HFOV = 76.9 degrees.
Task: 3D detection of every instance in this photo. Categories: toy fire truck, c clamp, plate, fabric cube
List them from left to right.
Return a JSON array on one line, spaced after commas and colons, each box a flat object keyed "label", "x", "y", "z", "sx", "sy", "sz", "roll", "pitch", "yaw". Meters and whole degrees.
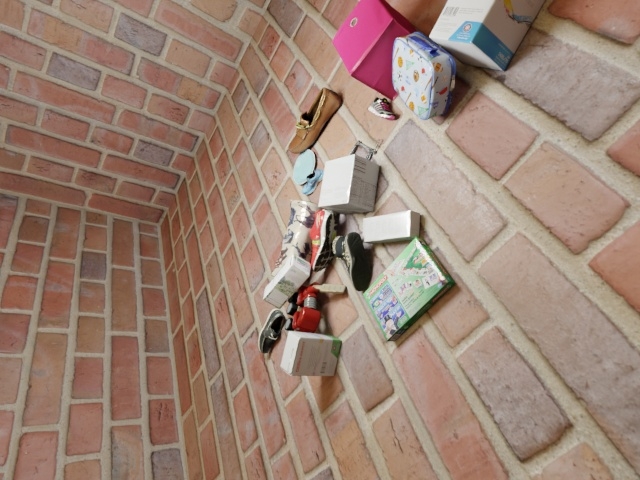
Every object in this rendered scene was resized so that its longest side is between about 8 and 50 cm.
[{"label": "plate", "x": -0.080, "y": -0.380, "z": 2.103, "sx": 0.188, "sy": 0.024, "sz": 0.187, "roll": -22, "pitch": 61, "yaw": 48}, {"label": "toy fire truck", "x": -0.021, "y": 0.272, "z": 1.701, "sx": 0.246, "sy": 0.159, "sz": 0.216, "roll": -50, "pitch": 25, "yaw": 40}, {"label": "c clamp", "x": 0.189, "y": -0.392, "z": 1.766, "sx": 0.161, "sy": 0.022, "sz": 0.137, "roll": 38, "pitch": 114, "yaw": 49}, {"label": "fabric cube", "x": 0.243, "y": -0.779, "z": 1.622, "sx": 0.254, "sy": 0.259, "sz": 0.258, "roll": -45, "pitch": 47, "yaw": 33}]

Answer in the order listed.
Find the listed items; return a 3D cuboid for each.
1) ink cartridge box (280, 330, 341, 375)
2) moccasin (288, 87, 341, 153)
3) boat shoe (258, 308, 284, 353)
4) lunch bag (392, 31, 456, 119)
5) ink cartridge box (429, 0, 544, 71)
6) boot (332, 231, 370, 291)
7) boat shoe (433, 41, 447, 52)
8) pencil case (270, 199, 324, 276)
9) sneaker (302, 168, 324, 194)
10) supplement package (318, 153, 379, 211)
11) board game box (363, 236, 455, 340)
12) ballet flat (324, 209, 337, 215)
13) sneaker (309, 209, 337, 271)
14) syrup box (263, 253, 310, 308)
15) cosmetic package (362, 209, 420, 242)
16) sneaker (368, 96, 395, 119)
[{"label": "ink cartridge box", "x": -0.037, "y": 0.454, "z": 1.613, "sx": 0.093, "sy": 0.213, "sz": 0.154, "roll": 10, "pitch": 87, "yaw": 53}, {"label": "moccasin", "x": -0.056, "y": -0.599, "z": 2.038, "sx": 0.380, "sy": 0.147, "sz": 0.139, "roll": -44, "pitch": 44, "yaw": 36}, {"label": "boat shoe", "x": -0.242, "y": 0.456, "z": 1.986, "sx": 0.079, "sy": 0.084, "sz": 0.232, "roll": 28, "pitch": 98, "yaw": 53}, {"label": "lunch bag", "x": 0.365, "y": -0.591, "z": 1.436, "sx": 0.243, "sy": 0.115, "sz": 0.303, "roll": 84, "pitch": 164, "yaw": -48}, {"label": "ink cartridge box", "x": 0.533, "y": -0.722, "z": 1.278, "sx": 0.198, "sy": 0.197, "sz": 0.269, "roll": 47, "pitch": 116, "yaw": 49}, {"label": "boot", "x": 0.123, "y": 0.084, "z": 1.646, "sx": 0.179, "sy": 0.086, "sz": 0.236, "roll": 176, "pitch": 83, "yaw": -71}, {"label": "boat shoe", "x": 0.450, "y": -0.731, "z": 1.486, "sx": 0.069, "sy": 0.081, "sz": 0.227, "roll": 32, "pitch": 106, "yaw": 48}, {"label": "pencil case", "x": -0.112, "y": 0.013, "z": 1.899, "sx": 0.184, "sy": 0.160, "sz": 0.409, "roll": 19, "pitch": 94, "yaw": 51}, {"label": "sneaker", "x": -0.050, "y": -0.297, "z": 1.995, "sx": 0.162, "sy": 0.073, "sz": 0.063, "roll": -50, "pitch": 44, "yaw": 30}, {"label": "supplement package", "x": 0.119, "y": -0.228, "z": 1.690, "sx": 0.194, "sy": 0.149, "sz": 0.202, "roll": 0, "pitch": 78, "yaw": 52}, {"label": "board game box", "x": 0.297, "y": 0.173, "z": 1.414, "sx": 0.317, "sy": 0.046, "sz": 0.213, "roll": -52, "pitch": 42, "yaw": 28}, {"label": "ballet flat", "x": 0.060, "y": -0.180, "z": 1.838, "sx": 0.084, "sy": 0.058, "sz": 0.249, "roll": -3, "pitch": 72, "yaw": 39}, {"label": "sneaker", "x": 0.000, "y": 0.000, "z": 1.777, "sx": 0.119, "sy": 0.107, "sz": 0.278, "roll": 22, "pitch": 104, "yaw": 42}, {"label": "syrup box", "x": -0.148, "y": 0.180, "z": 1.769, "sx": 0.236, "sy": 0.093, "sz": 0.096, "roll": -50, "pitch": 18, "yaw": 24}, {"label": "cosmetic package", "x": 0.262, "y": -0.046, "z": 1.518, "sx": 0.239, "sy": 0.061, "sz": 0.098, "roll": -7, "pitch": 77, "yaw": 52}, {"label": "sneaker", "x": 0.262, "y": -0.556, "z": 1.685, "sx": 0.074, "sy": 0.063, "sz": 0.170, "roll": -67, "pitch": 32, "yaw": 22}]
